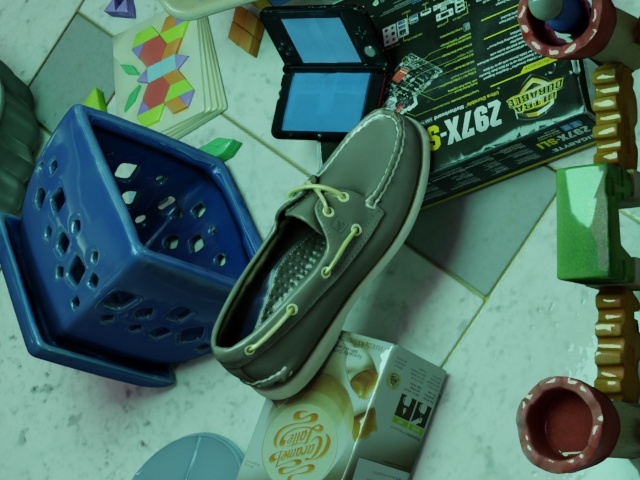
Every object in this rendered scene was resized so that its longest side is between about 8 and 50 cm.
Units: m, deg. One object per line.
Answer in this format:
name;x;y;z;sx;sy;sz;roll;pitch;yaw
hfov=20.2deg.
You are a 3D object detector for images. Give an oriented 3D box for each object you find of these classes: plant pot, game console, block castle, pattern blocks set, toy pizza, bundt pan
plant pot;-0.217;0.023;1.988;0.212;0.236;0.236;-43;51;23
game console;-0.005;-0.179;1.908;0.144;0.124;0.085;4;47;38
block castle;0.325;-0.024;1.557;0.303;0.213;0.453;-4;80;35
pattern blocks set;-0.189;-0.204;2.191;0.285;0.026;0.325;-36;54;20
toy pizza;-0.147;0.302;1.928;0.201;0.032;0.201;-24;48;29
bundt pan;-0.490;-0.103;2.310;0.330;0.124;0.331;-15;62;31

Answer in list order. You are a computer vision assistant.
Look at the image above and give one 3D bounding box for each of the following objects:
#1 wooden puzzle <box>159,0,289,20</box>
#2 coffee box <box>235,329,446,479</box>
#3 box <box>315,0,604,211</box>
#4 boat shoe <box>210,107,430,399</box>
wooden puzzle;0.011;-0.387;2.046;0.347;0.080;0.322;-8;48;29
coffee box;0.010;0.219;1.813;0.141;0.098;0.246;12;78;42
box;0.140;-0.177;1.901;0.322;0.079;0.257;-22;61;29
boat shoe;0.000;0.000;1.801;0.116;0.096;0.324;24;79;43
